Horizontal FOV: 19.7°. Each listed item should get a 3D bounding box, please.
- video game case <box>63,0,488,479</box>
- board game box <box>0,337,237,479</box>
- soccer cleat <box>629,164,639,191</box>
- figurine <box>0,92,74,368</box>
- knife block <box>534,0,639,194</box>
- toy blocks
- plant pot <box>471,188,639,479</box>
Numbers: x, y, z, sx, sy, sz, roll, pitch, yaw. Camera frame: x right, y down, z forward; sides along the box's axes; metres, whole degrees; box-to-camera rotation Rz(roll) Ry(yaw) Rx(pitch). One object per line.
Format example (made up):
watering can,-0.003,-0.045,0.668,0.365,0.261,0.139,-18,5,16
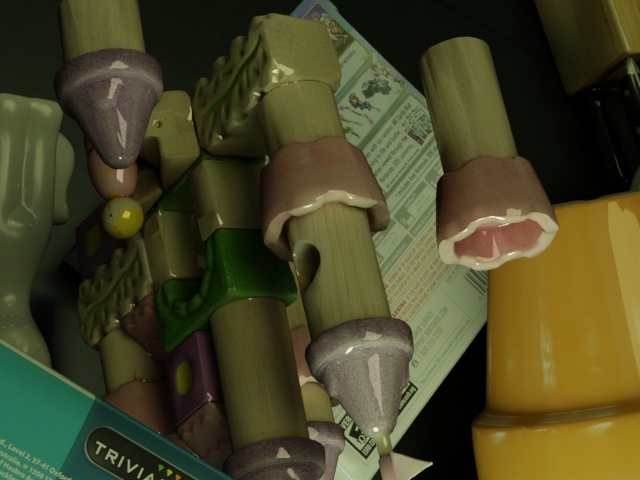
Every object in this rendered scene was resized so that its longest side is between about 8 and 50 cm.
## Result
video game case,0.000,0.000,1.266,0.244,0.061,0.269,44,58,-7
board game box,-0.156,0.141,0.941,0.253,0.336,0.079,35,68,-24
soccer cleat,0.368,0.003,1.372,0.331,0.116,0.143,28,87,-32
figurine,-0.251,0.014,1.128,0.215,0.092,0.209,7,76,-25
knife block,0.223,-0.169,1.430,0.275,0.088,0.242,35,59,-12
toy blocks,-0.062,0.052,0.992,0.309,0.288,0.260,6,60,-32
plant pot,0.193,0.065,1.230,0.205,0.205,0.188,-10,90,-30
